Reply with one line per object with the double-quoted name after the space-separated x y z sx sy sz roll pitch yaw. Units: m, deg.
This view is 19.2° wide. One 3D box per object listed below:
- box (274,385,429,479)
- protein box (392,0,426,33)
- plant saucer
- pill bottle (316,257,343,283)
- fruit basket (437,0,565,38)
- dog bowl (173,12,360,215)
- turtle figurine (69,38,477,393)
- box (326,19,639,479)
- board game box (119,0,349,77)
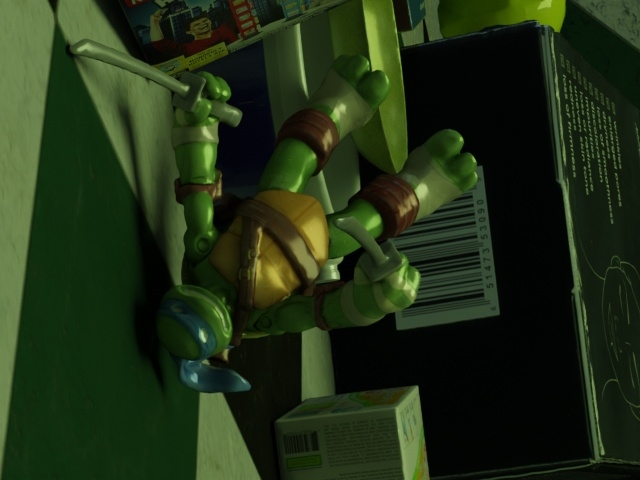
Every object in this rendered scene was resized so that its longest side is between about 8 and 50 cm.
0.034 0.198 1.734 0.203 0.114 0.103 -9 92 -82 "box"
0.028 -0.323 2.048 0.200 0.136 0.201 -58 140 -76 "protein box"
0.039 -0.171 1.646 0.241 0.037 0.241 -7 90 -81 "plant saucer"
0.000 0.000 1.902 0.043 0.043 0.083 26 56 -79 "pill bottle"
0.205 -0.360 2.450 0.283 0.392 0.392 -1 83 -81 "fruit basket"
-0.041 -0.116 1.551 0.265 0.104 0.265 -8 90 -81 "dog bowl"
-0.002 -0.042 1.279 0.266 0.198 0.275 -42 137 -44 "turtle figurine"
0.217 0.048 2.197 0.472 0.297 0.480 19 63 -66 "box"
-0.051 -0.208 1.290 0.194 0.194 0.060 73 -7 -68 "board game box"
